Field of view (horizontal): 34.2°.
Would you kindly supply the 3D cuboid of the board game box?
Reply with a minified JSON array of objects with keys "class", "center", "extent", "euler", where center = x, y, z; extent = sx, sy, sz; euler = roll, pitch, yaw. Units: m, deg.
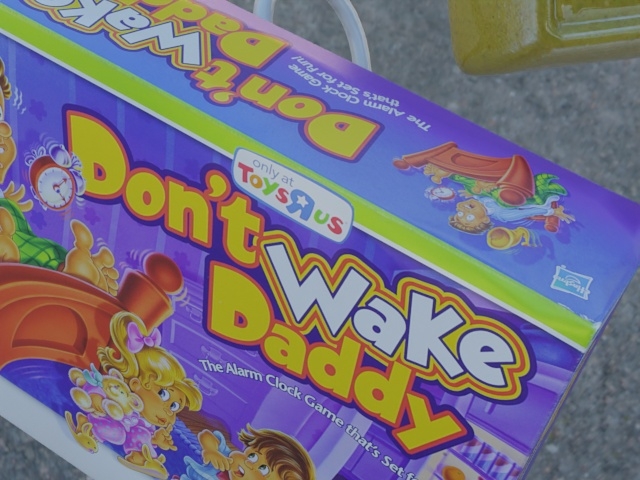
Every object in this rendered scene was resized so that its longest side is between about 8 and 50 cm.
[{"class":"board game box","center":[-0.064,0.015,0.461],"extent":[0.347,0.233,0.078],"euler":[29,41,17]}]

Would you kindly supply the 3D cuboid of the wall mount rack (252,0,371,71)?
[{"class":"wall mount rack","center":[0.000,0.000,0.734],"extent":[0.304,0.131,0.349],"euler":[3,79,-51]}]

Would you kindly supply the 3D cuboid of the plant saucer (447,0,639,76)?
[{"class":"plant saucer","center":[0.230,-0.241,0.577],"extent":[0.333,0.332,0.081],"euler":[-6,35,7]}]
